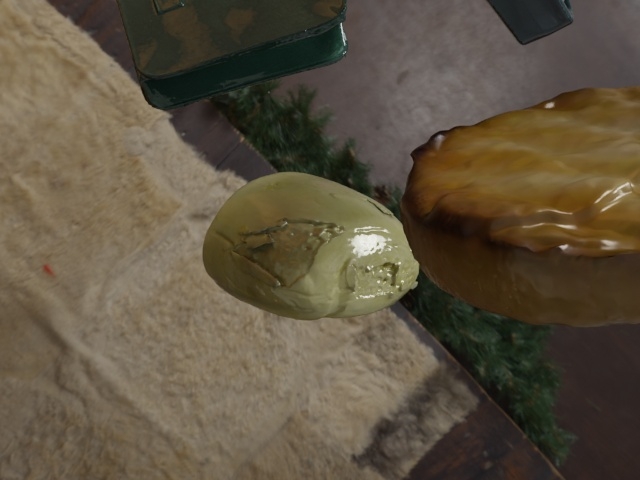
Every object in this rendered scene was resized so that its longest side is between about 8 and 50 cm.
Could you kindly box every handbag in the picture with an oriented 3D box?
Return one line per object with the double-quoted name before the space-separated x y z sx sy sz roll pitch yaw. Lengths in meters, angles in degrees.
"handbag" -0.134 -0.334 1.200 0.326 0.239 0.089 -18 146 -4

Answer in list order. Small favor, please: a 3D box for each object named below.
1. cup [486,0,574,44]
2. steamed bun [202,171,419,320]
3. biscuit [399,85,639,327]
"cup" 0.155 -0.374 0.720 0.242 0.292 0.308 -48 62 14
"steamed bun" 0.000 0.000 1.051 0.273 0.232 0.166 -7 106 -41
"biscuit" 0.204 -0.032 0.568 0.296 0.296 0.102 -17 113 -1
